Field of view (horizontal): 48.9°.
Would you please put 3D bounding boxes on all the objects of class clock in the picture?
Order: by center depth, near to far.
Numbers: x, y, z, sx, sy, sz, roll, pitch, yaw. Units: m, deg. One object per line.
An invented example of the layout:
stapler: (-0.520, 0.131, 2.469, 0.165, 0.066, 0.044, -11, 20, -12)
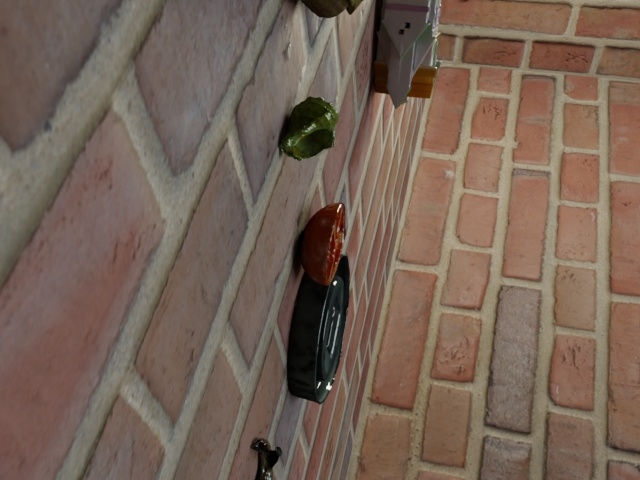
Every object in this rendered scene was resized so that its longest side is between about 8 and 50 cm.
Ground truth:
clock: (0.002, 0.175, 1.447, 0.312, 0.061, 0.313, 8, 90, -79)
clock: (0.234, -0.503, 1.848, 0.235, 0.166, 0.310, -56, 153, -65)

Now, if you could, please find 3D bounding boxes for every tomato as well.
tomato: (0.000, 0.000, 1.294, 0.155, 0.069, 0.156, 11, 90, -81)

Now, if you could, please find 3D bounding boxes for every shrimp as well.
shrimp: (-0.101, 0.406, 1.143, 0.219, 0.046, 0.152, -33, 131, -80)

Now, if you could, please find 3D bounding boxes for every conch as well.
conch: (-0.014, -0.169, 1.087, 0.089, 0.074, 0.121, 51, 62, -24)

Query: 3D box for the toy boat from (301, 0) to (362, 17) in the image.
toy boat: (0.009, -0.382, 0.991, 0.115, 0.089, 0.310, -46, 177, 14)
